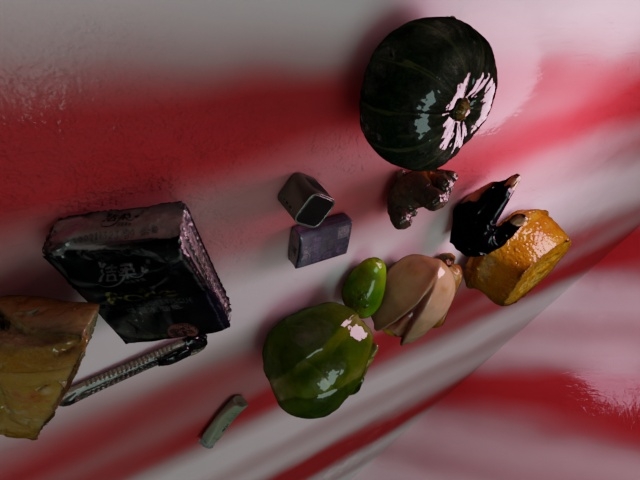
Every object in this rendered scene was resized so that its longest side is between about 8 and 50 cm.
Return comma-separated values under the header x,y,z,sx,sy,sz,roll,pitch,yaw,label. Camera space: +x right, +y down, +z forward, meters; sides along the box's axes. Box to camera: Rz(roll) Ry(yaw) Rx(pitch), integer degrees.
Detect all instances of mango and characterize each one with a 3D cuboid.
x,y,z,sx,sy,sz,roll,pitch,yaw,label
0.128,0.137,1.397,0.125,0.111,0.233,-23,140,-28,mango

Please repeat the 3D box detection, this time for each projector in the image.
x,y,z,sx,sy,sz,roll,pitch,yaw,label
-0.031,-0.088,1.040,0.083,0.082,0.083,15,119,-48,projector

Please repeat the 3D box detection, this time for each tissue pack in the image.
x,y,z,sx,sy,sz,roll,pitch,yaw,label
-0.320,0.080,0.890,0.244,0.123,0.332,-9,141,0,tissue pack
0.000,0.000,1.189,0.156,0.051,0.112,-16,135,-28,tissue pack

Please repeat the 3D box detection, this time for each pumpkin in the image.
x,y,z,sx,sy,sz,roll,pitch,yaw,label
0.209,-0.286,0.945,0.300,0.207,0.300,-23,128,-32,pumpkin

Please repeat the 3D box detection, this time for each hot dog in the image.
x,y,z,sx,sy,sz,roll,pitch,yaw,label
0.410,0.190,1.687,0.100,0.135,0.337,-2,133,-11,hot dog

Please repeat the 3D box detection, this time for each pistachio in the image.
x,y,z,sx,sy,sz,roll,pitch,yaw,label
0.285,0.177,1.468,0.229,0.230,0.309,8,121,-45,pistachio

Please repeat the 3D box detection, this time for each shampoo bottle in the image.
x,y,z,sx,sy,sz,roll,pitch,yaw,label
-0.313,0.584,1.533,0.072,0.049,0.212,11,121,-52,shampoo bottle

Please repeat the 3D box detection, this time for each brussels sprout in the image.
x,y,z,sx,sy,sz,roll,pitch,yaw,label
-0.015,0.346,1.370,0.314,0.276,0.371,-37,153,-26,brussels sprout

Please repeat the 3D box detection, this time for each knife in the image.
x,y,z,sx,sy,sz,roll,pitch,yaw,label
-0.439,0.312,1.141,0.365,0.043,0.089,-21,139,-22,knife

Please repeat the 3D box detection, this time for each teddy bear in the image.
x,y,z,sx,sy,sz,roll,pitch,yaw,label
0.269,-0.128,1.237,0.190,0.140,0.177,-17,165,-40,teddy bear

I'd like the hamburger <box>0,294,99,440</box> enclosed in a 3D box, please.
x,y,z,sx,sy,sz,roll,pitch,yaw,label
-0.523,0.194,0.822,0.209,0.162,0.330,27,126,-19,hamburger

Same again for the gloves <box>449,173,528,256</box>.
x,y,z,sx,sy,sz,roll,pitch,yaw,label
0.510,-0.072,1.437,0.152,0.197,0.301,-13,139,-46,gloves

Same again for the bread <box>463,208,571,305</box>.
x,y,z,sx,sy,sz,roll,pitch,yaw,label
0.714,0.064,1.748,0.398,0.215,0.398,-29,147,-21,bread
